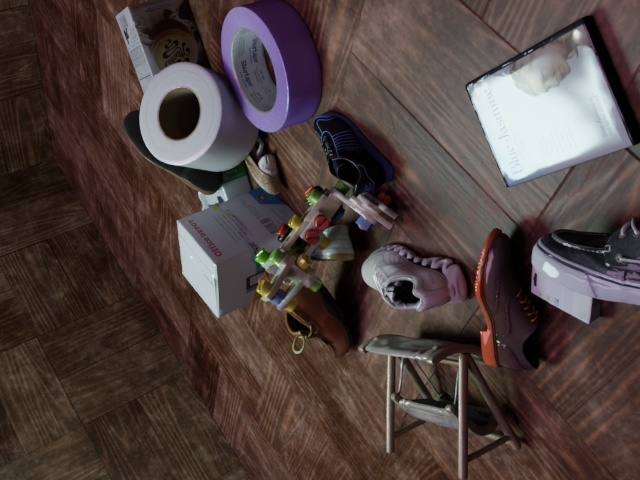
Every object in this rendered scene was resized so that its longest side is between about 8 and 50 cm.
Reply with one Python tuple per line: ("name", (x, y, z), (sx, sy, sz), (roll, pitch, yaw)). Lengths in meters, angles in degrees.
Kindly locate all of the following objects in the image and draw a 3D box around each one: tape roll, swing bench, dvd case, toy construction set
("tape roll", (-0.112, -0.381, 1.581), (0.275, 0.090, 0.275), (41, 145, 39))
("tape roll", (-0.293, -0.296, 1.758), (0.246, 0.169, 0.246), (0, 90, 27))
("swing bench", (0.234, 0.306, 1.451), (0.253, 0.165, 0.255), (-3, 103, 61))
("dvd case", (0.325, -0.189, 1.045), (0.253, 0.022, 0.180), (-20, 94, 63))
("toy construction set", (-0.005, -0.008, 1.483), (0.151, 0.327, 0.215), (51, 180, -16))

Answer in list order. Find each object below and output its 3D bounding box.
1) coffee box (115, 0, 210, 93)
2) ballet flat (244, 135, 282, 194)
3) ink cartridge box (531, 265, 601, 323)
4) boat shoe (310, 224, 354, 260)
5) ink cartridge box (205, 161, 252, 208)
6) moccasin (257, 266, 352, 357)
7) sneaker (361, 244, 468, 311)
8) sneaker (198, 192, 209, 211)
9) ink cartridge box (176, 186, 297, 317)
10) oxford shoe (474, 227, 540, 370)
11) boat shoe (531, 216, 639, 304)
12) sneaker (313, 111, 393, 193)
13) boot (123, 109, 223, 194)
("coffee box", (-0.403, -0.482, 1.924), (0.119, 0.168, 0.297), (3, 115, 59))
("ballet flat", (-0.155, -0.210, 1.819), (0.206, 0.073, 0.067), (54, 136, 15))
("ink cartridge box", (0.387, 0.077, 1.139), (0.115, 0.029, 0.063), (34, 139, 47))
("boat shoe", (0.000, 0.000, 1.698), (0.277, 0.098, 0.096), (-3, 87, 62))
("ink cartridge box", (-0.258, -0.122, 2.039), (0.153, 0.087, 0.208), (10, 120, 57))
("moccasin", (-0.032, 0.178, 1.724), (0.139, 0.147, 0.380), (58, -179, 37))
("sneaker", (0.158, 0.080, 1.448), (0.292, 0.118, 0.110), (8, 120, 60))
("sneaker", (-0.349, -0.119, 2.256), (0.065, 0.061, 0.158), (-104, 13, -48))
("ink cartridge box", (-0.201, 0.024, 1.861), (0.198, 0.270, 0.197), (45, 146, 35))
("oxford shoe", (0.326, 0.102, 1.223), (0.098, 0.097, 0.271), (9, 126, 35))
("boat shoe", (0.437, 0.019, 0.940), (0.335, 0.121, 0.119), (15, 117, 43))
("sneaker", (0.043, -0.181, 1.466), (0.232, 0.090, 0.081), (45, 146, 33))
("boot", (-0.399, -0.222, 1.922), (0.305, 0.112, 0.115), (40, 164, -5))
